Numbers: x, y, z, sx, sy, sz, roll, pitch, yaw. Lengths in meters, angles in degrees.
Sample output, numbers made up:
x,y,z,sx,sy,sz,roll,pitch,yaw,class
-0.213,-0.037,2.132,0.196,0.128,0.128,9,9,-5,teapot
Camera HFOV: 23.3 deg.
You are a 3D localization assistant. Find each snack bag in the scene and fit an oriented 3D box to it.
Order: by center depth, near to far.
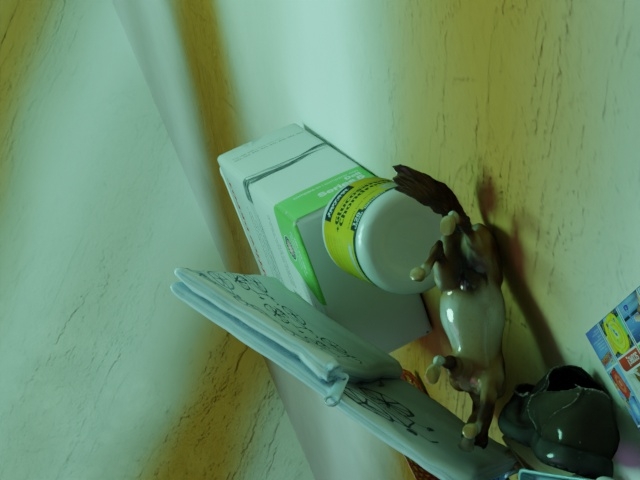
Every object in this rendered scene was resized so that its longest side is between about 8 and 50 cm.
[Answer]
x,y,z,sx,sy,sz,roll,pitch,yaw,class
0.041,0.130,1.490,0.342,0.037,0.323,34,-175,15,snack bag

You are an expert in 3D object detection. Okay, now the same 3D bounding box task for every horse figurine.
x,y,z,sx,sy,sz,roll,pitch,yaw,class
0.121,0.061,1.336,0.174,0.066,0.263,-7,-92,-72,horse figurine

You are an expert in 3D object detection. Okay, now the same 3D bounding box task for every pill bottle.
x,y,z,sx,sy,sz,roll,pitch,yaw,class
0.060,-0.009,1.513,0.103,0.103,0.184,67,168,-12,pill bottle

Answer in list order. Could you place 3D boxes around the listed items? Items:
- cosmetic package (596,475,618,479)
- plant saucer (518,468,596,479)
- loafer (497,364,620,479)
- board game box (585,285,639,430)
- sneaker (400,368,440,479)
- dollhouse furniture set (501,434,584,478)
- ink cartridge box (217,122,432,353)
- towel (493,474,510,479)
x,y,z,sx,sy,sz,roll,pitch,yaw,class
0.204,0.363,0.963,0.156,0.385,0.217,24,180,-15,cosmetic package
0.217,0.212,1.161,0.192,0.018,0.067,-3,89,58,plant saucer
0.207,0.143,1.285,0.220,0.080,0.078,-153,82,-83,loafer
0.248,0.094,1.043,0.136,0.035,0.201,62,169,11,board game box
0.111,0.233,1.929,0.067,0.064,0.175,-116,7,-66,sneaker
0.197,0.276,1.373,0.151,0.123,0.144,54,174,-24,dollhouse furniture set
0.000,0.000,1.783,0.273,0.114,0.198,41,154,62,ink cartridge box
0.101,0.334,1.500,0.034,0.209,0.285,55,-166,-15,towel
